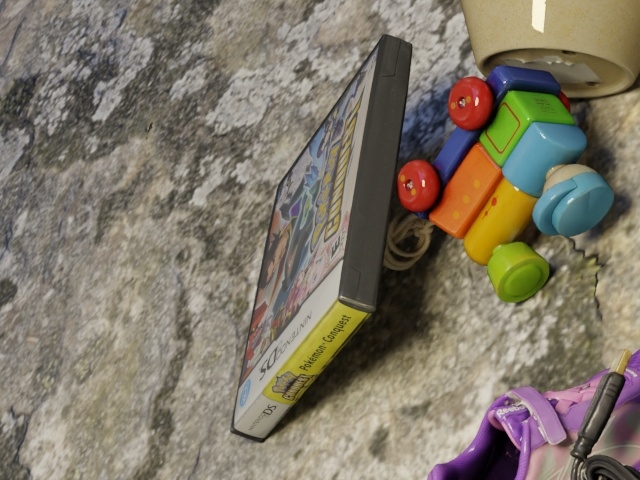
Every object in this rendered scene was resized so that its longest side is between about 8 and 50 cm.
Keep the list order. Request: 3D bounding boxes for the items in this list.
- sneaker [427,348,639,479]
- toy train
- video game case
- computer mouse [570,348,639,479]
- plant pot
[{"bbox_3d":[0.167,0.133,1.267,0.236,0.104,0.095,-39,27,-6],"label":"sneaker"},{"bbox_3d":[0.130,-0.004,1.491,0.248,0.105,0.143,-58,45,32],"label":"toy train"},{"bbox_3d":[0.000,0.000,1.590,0.248,0.035,0.274,127,158,-52],"label":"video game case"},{"bbox_3d":[0.263,0.083,1.173,0.184,0.060,0.262,19,85,51],"label":"computer mouse"},{"bbox_3d":[0.205,-0.263,1.521,0.256,0.256,0.274,-6,72,48],"label":"plant pot"}]
